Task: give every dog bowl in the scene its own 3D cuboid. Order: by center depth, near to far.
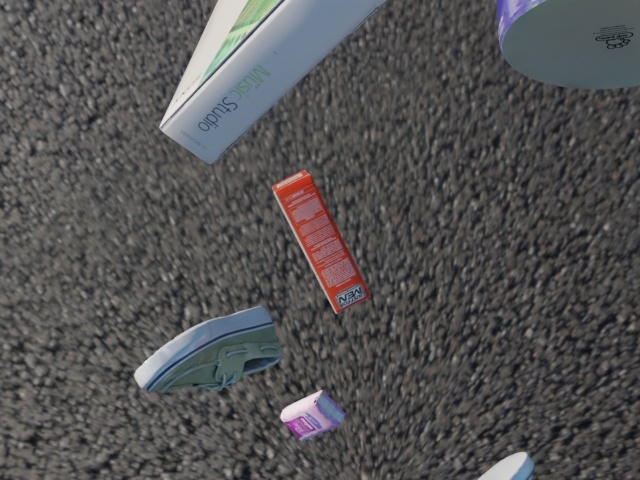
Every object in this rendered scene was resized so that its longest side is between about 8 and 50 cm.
[{"bbox_3d":[0.331,-0.271,1.236,0.264,0.265,0.104,1,73,3],"label":"dog bowl"}]

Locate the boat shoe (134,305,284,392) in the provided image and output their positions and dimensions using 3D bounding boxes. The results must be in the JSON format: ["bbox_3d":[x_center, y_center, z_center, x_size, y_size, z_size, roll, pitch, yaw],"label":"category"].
[{"bbox_3d":[-0.152,0.175,1.653,0.109,0.302,0.094,-43,77,33],"label":"boat shoe"}]

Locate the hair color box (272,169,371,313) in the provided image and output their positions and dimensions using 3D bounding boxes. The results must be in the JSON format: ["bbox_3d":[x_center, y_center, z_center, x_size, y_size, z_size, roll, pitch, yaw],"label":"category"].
[{"bbox_3d":[0.000,0.000,1.136,0.043,0.072,0.141,-26,99,-1],"label":"hair color box"}]

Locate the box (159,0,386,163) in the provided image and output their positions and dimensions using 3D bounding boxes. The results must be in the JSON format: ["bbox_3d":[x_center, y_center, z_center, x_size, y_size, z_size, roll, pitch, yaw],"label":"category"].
[{"bbox_3d":[-0.004,-0.235,0.863,0.058,0.232,0.322,33,46,-20],"label":"box"}]

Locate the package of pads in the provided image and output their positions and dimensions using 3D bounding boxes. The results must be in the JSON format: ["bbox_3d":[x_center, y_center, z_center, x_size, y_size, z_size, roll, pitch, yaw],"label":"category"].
[{"bbox_3d":[-0.011,0.233,1.464,0.050,0.083,0.032,48,46,-10],"label":"package of pads"}]

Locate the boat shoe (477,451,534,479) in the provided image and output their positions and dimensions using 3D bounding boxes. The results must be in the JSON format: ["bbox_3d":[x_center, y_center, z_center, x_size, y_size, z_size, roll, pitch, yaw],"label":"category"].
[{"bbox_3d":[0.235,0.426,1.610,0.084,0.095,0.258,45,81,-7],"label":"boat shoe"}]
